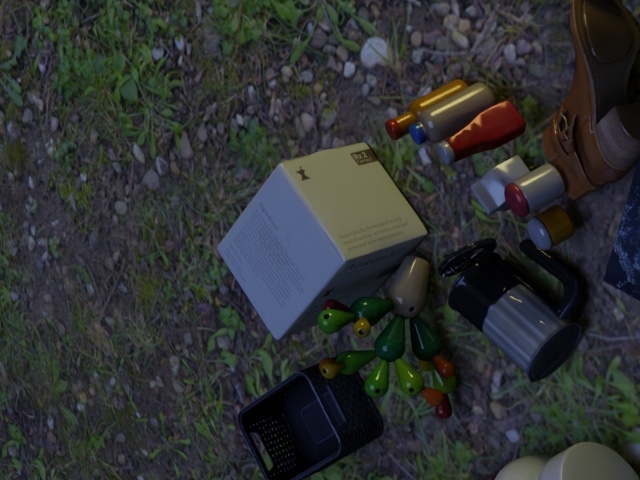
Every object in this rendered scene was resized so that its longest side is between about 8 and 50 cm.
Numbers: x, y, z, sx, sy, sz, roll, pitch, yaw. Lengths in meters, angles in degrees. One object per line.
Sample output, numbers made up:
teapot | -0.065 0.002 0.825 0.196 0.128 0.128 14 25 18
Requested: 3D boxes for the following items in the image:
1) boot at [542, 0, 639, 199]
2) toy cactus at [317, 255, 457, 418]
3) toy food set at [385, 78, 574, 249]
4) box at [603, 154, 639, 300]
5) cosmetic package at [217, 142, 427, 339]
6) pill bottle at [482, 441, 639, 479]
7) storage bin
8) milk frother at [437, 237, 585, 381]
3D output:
boot | 0.274 -0.150 1.440 0.152 0.072 0.197 127 137 -62
toy cactus | 0.090 0.109 1.665 0.112 0.219 0.181 -22 45 62
toy food set | 0.173 -0.082 1.506 0.232 0.104 0.111 58 166 19
box | 0.383 -0.002 1.355 0.156 0.093 0.158 32 125 35
cosmetic package | 0.000 0.000 1.707 0.151 0.151 0.184 56 136 17
pill bottle | 0.229 0.346 1.569 0.169 0.169 0.301 59 136 15
storage bin | -0.016 0.246 1.852 0.180 0.084 0.122 -39 74 46
milk frother | 0.206 0.070 1.523 0.135 0.143 0.129 43 122 31
